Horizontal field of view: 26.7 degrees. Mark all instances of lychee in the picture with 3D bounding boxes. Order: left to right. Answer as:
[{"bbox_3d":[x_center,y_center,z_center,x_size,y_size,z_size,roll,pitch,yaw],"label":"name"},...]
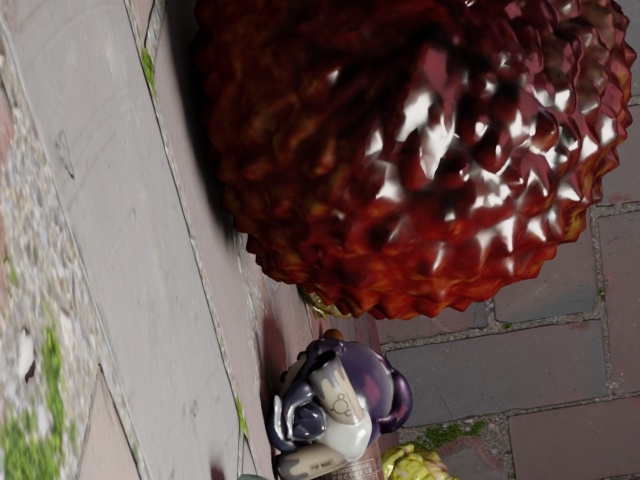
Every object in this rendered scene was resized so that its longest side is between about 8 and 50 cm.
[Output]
[{"bbox_3d":[0.082,-0.148,1.213,0.500,0.425,0.424,113,-26,-55],"label":"lychee"}]

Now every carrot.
[{"bbox_3d":[0.014,0.159,2.035,0.142,0.035,0.035,-52,133,-78],"label":"carrot"}]

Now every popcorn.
[{"bbox_3d":[0.123,0.337,1.783,0.145,0.126,0.126,56,-14,-14],"label":"popcorn"}]

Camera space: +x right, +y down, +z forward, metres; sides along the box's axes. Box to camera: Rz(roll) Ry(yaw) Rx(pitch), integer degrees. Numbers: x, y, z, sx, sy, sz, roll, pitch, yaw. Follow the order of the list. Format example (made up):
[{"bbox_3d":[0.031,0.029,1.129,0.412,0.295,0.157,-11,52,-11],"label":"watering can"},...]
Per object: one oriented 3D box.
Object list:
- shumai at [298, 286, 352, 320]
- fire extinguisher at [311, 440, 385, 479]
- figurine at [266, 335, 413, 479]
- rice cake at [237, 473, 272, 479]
[{"bbox_3d":[0.022,0.040,1.869,0.105,0.123,0.139,155,-88,-83],"label":"shumai"},{"bbox_3d":[0.037,0.296,1.534,0.105,0.105,0.268,36,43,-84],"label":"fire extinguisher"},{"bbox_3d":[0.022,0.165,1.395,0.222,0.145,0.145,-49,130,-78],"label":"figurine"},{"bbox_3d":[-0.023,0.332,0.958,0.066,0.063,0.336,77,5,-72],"label":"rice cake"}]
